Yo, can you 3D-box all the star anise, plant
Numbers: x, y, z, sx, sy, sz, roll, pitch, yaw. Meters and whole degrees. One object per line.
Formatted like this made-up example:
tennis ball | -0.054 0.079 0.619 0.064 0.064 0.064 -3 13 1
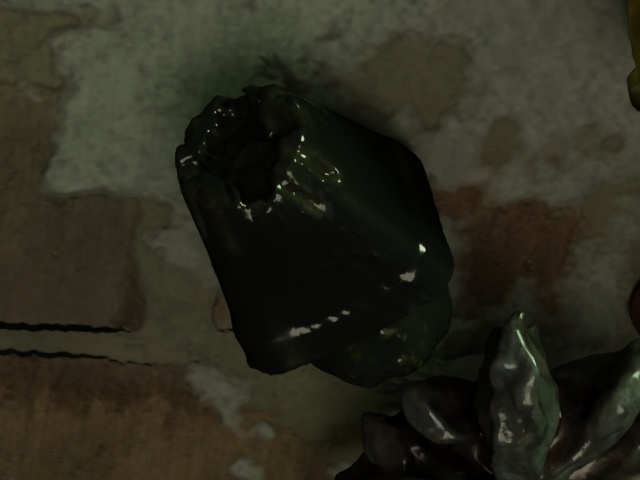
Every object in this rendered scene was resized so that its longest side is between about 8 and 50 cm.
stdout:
star anise | 0.144 0.177 1.363 0.316 0.139 0.359 -2 147 7
plant | 0.000 0.000 1.253 0.164 0.141 0.256 -25 135 10

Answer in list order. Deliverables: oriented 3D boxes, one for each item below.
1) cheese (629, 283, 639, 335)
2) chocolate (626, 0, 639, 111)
cheese | 0.319 0.036 1.356 0.128 0.202 0.177 13 152 -21
chocolate | 0.423 -0.164 1.200 0.446 0.162 0.162 -2 125 -8
